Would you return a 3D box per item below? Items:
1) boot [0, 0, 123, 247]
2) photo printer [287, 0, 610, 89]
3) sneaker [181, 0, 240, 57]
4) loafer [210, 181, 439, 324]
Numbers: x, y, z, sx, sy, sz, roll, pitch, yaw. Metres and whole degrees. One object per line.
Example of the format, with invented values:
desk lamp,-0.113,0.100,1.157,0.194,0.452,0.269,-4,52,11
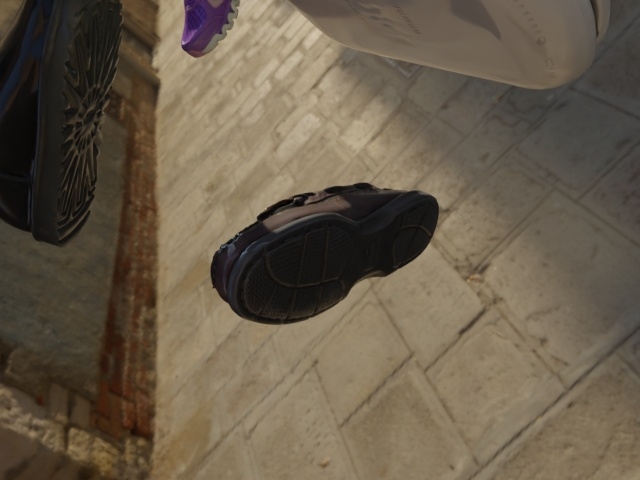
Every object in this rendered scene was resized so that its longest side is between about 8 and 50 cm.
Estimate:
boot,-0.473,-0.209,0.799,0.146,0.445,0.367,-74,2,-65
photo printer,0.086,-0.237,0.610,0.307,0.256,0.107,24,88,36
sneaker,-0.157,-0.367,0.954,0.095,0.104,0.236,12,87,51
loafer,0.000,0.000,0.696,0.095,0.302,0.109,28,119,33
